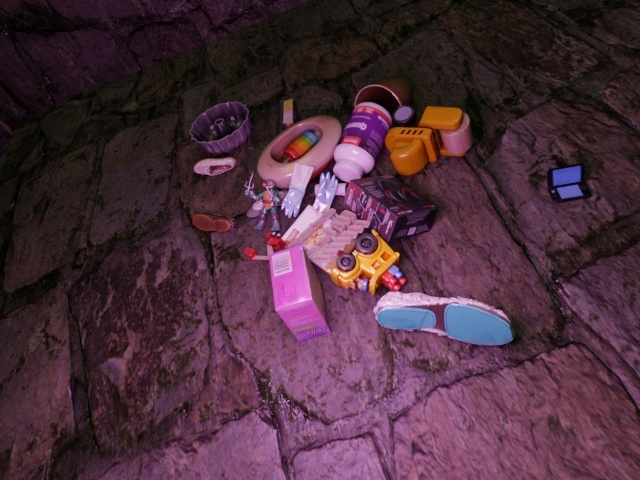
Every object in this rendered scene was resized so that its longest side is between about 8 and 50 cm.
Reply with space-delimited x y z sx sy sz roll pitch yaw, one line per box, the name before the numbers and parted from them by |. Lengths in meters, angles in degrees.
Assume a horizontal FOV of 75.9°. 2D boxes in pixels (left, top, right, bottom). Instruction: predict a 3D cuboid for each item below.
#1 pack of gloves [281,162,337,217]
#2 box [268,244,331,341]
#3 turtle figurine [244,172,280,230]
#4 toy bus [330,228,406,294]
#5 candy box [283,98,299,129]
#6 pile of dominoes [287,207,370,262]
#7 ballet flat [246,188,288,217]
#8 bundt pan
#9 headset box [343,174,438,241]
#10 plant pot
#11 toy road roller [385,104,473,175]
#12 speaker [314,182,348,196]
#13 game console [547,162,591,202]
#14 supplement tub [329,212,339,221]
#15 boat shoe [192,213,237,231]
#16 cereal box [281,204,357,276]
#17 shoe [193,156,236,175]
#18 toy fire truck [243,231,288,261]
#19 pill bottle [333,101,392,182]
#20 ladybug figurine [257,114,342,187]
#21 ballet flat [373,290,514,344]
pack of gloves | -0.045 -0.185 1.643 0.195 0.046 0.232 16 85 4
box | -0.066 0.177 1.343 0.117 0.243 0.213 -18 51 6
turtle figurine | -0.216 -0.161 1.680 0.175 0.234 0.118 8 13 39
toy bus | 0.175 0.108 1.397 0.220 0.149 0.211 -43 68 -12
candy box | -0.146 -0.609 2.058 0.053 0.109 0.186 -10 52 11
pile of dominoes | 0.036 -0.011 1.451 0.251 0.040 0.196 -42 45 -21
ballet flat | -0.232 -0.168 1.776 0.213 0.068 0.072 -21 50 3
bundt pan | -0.505 -0.574 2.143 0.331 0.124 0.330 -9 51 11
headset box | 0.244 -0.136 1.507 0.218 0.110 0.293 -12 41 -34
plant pot | 0.319 -0.643 1.872 0.237 0.237 0.254 18 49 29
toy road roller | 0.420 -0.384 1.647 0.330 0.202 0.240 12 71 32
speaker | 0.046 -0.213 1.726 0.136 0.055 0.055 1 55 19
game console | 0.866 -0.199 1.429 0.122 0.071 0.107 -10 51 12
supplement tub | 0.030 -0.056 1.602 0.107 0.071 0.071 -28 50 -3
boat shoe | -0.461 -0.078 1.792 0.207 0.073 0.073 12 21 22
cereal box | 0.000 0.000 1.524 0.240 0.047 0.173 35 77 14
shoe | -0.525 -0.363 2.019 0.219 0.076 0.058 -9 47 9
toy fire truck | -0.191 0.034 1.622 0.192 0.047 0.135 15 60 27
pill bottle | 0.171 -0.410 1.736 0.182 0.181 0.323 14 70 27
ladybug figurine | -0.075 -0.386 1.829 0.449 0.162 0.305 -41 52 -13
ballet flat | 0.370 0.213 1.252 0.409 0.147 0.147 5 56 21
